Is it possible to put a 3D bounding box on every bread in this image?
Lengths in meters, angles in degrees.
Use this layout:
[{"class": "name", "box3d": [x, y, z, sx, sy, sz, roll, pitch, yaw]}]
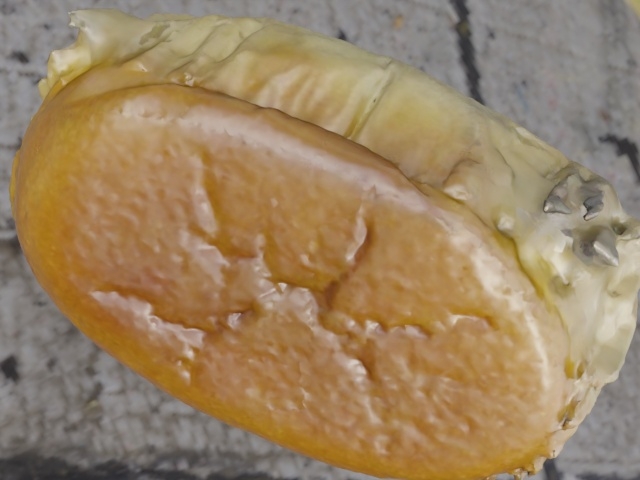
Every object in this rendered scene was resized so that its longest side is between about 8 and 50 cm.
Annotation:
[{"class": "bread", "box3d": [-0.001, 0.010, 0.893, 0.388, 0.236, 0.183, 22, 43, 11]}]
